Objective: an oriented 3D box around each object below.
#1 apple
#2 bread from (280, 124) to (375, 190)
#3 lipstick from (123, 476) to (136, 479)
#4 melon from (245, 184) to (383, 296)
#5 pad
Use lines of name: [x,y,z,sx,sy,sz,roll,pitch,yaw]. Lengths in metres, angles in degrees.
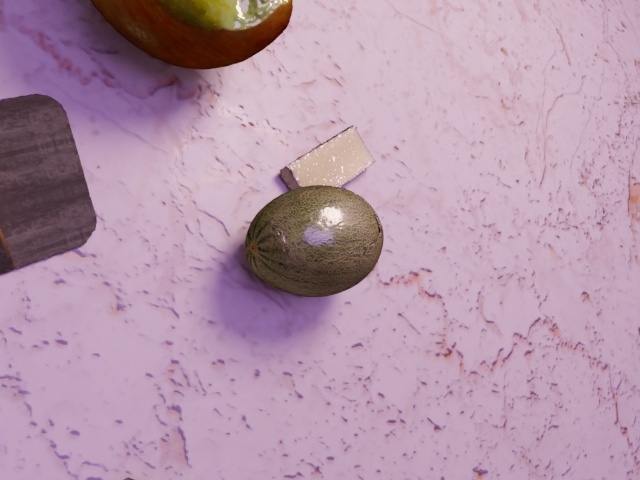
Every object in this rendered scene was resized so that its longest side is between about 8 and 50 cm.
apple: [-0.143,-0.320,0.607,0.226,0.246,0.247,18,62,-67]
bread: [0.014,-0.106,0.786,0.153,0.028,0.068,-38,98,-35]
lipstick: [-0.228,0.399,0.462,0.076,0.079,0.372,36,61,-18]
melon: [0.000,0.000,0.682,0.192,0.139,0.139,-5,79,-35]
pad: [-0.329,-0.094,0.450,0.249,0.323,0.055,-24,51,-34]
